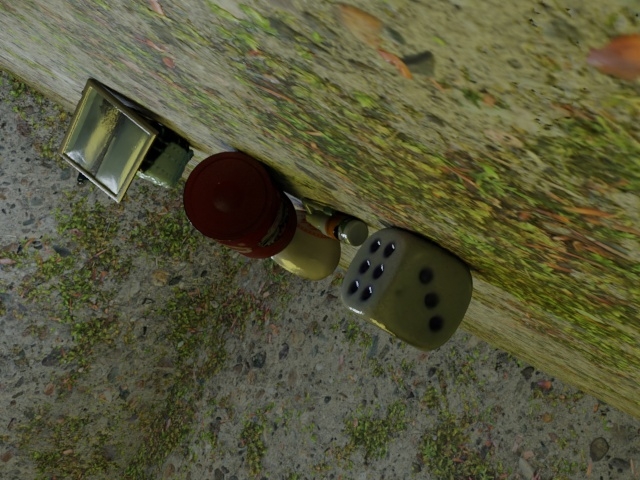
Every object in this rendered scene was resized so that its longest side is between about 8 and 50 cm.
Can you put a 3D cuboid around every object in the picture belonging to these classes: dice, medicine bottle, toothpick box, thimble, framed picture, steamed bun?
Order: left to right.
[{"bbox_3d":[-0.549,-0.248,1.686,0.213,0.016,0.289,40,132,-5],"label":"framed picture"},{"bbox_3d":[-0.481,-0.250,1.832,0.237,0.150,0.237,28,174,3],"label":"thimble"},{"bbox_3d":[-0.180,-0.073,1.578,0.204,0.204,0.333,28,175,10],"label":"toothpick box"},{"bbox_3d":[-0.042,-0.003,1.824,0.232,0.145,0.232,29,-161,-11],"label":"steamed bun"},{"bbox_3d":[0.023,-0.049,1.546,0.221,0.061,0.092,23,149,58],"label":"medicine bottle"},{"bbox_3d":[0.169,0.096,1.309,0.192,0.193,0.194,32,177,-24],"label":"dice"}]

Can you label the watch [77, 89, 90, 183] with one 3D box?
[{"bbox_3d":[-0.648,-0.339,1.862,0.068,0.276,0.274,7,-151,-14],"label":"watch"}]
